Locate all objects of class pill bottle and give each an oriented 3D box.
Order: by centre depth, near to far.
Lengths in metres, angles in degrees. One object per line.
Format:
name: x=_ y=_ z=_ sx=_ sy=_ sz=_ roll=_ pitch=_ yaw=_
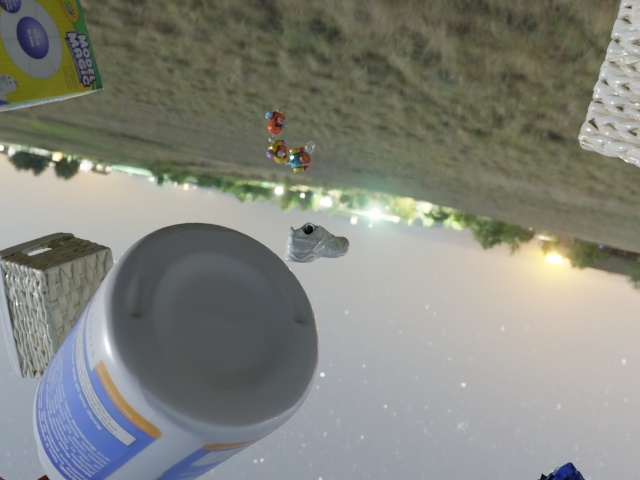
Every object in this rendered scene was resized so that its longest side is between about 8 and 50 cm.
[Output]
pill bottle: x=-0.130 y=0.114 z=0.520 sx=0.152 sy=0.152 sz=0.272 roll=9 pitch=146 yaw=-32

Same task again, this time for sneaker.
sneaker: x=0.000 y=0.000 z=1.139 sx=0.053 sy=0.061 sz=0.152 roll=7 pitch=-171 yaw=38

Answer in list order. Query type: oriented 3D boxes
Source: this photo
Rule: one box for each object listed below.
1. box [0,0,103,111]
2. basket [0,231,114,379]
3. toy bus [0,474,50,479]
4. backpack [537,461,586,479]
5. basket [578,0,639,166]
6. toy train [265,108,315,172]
box: x=-0.251 y=-0.167 z=0.570 sx=0.043 sy=0.105 sz=0.179 roll=-7 pitch=-164 yaw=20
basket: x=-0.323 y=0.085 z=0.849 sx=0.103 sy=0.167 sz=0.113 roll=8 pitch=-159 yaw=34
toy bus: x=-0.403 y=0.380 z=0.816 sx=0.202 sy=0.191 sz=0.104 roll=14 pitch=-161 yaw=-18
backpack: x=0.352 y=0.400 z=1.011 sx=0.098 sy=0.120 sz=0.101 roll=54 pitch=172 yaw=30
basket: x=0.563 y=-0.187 z=0.819 sx=0.328 sy=0.266 sz=0.331 roll=0 pitch=-159 yaw=-37
toy train: x=-0.068 y=-0.237 z=1.623 sx=0.166 sy=0.125 sz=0.046 roll=32 pitch=157 yaw=-37
